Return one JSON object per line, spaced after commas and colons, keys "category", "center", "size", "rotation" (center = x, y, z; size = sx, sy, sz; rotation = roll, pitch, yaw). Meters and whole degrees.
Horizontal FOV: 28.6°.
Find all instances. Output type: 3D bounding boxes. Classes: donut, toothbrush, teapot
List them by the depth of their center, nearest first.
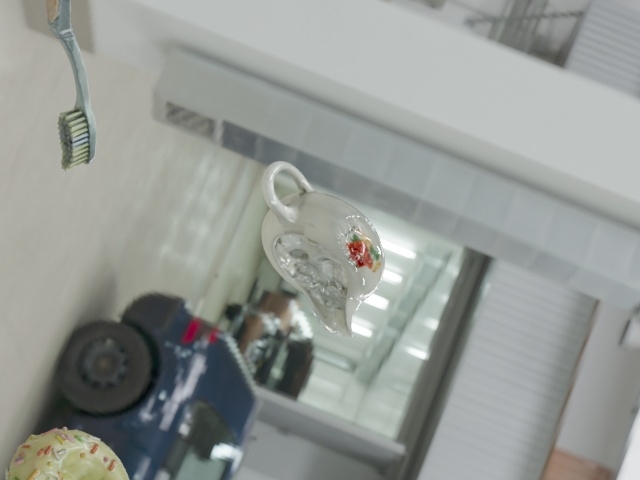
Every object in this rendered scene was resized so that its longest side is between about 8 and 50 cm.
{"category": "toothbrush", "center": [-0.222, -0.222, 1.057], "size": [0.037, 0.028, 0.375], "rotation": [-30, 135, -36]}
{"category": "teapot", "center": [0.000, 0.000, 1.379], "size": [0.226, 0.145, 0.092], "rotation": [57, 47, -29]}
{"category": "donut", "center": [-0.296, 0.276, 1.511], "size": [0.065, 0.166, 0.108], "rotation": [-36, -140, 32]}
